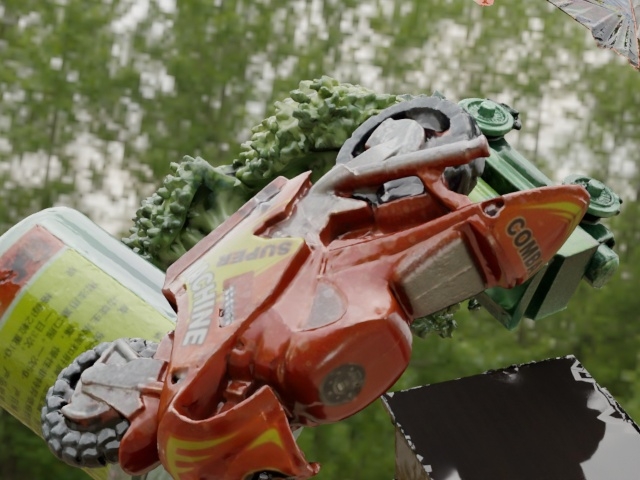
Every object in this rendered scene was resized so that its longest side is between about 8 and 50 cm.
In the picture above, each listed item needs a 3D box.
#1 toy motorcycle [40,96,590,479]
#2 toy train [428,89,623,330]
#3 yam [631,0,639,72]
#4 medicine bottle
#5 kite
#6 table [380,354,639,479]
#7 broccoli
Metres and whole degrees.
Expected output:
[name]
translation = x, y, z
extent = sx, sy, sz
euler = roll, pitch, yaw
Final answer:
[toy motorcycle]
translation = -0.009, 0.039, 0.786
extent = 0.171, 0.298, 0.089
euler = 39, -15, 52
[toy train]
translation = 0.124, -0.031, 1.078
extent = 0.132, 0.083, 0.200
euler = -17, 48, -42
[yam]
translation = 0.217, -0.166, 1.003
extent = 0.066, 0.066, 0.299
euler = 9, 28, -14
[medicine bottle]
translation = -0.129, 0.089, 0.985
extent = 0.225, 0.139, 0.139
euler = 35, 0, 12
[kite]
translation = 0.139, -0.152, 0.895
extent = 0.159, 0.010, 0.190
euler = -8, 40, -42
[table]
translation = 0.153, 0.208, 1.026
extent = 0.172, 0.169, 0.193
euler = -10, 29, -15
[broccoli]
translation = -0.001, -0.019, 1.305
extent = 0.375, 0.249, 0.302
euler = -3, -6, 2
